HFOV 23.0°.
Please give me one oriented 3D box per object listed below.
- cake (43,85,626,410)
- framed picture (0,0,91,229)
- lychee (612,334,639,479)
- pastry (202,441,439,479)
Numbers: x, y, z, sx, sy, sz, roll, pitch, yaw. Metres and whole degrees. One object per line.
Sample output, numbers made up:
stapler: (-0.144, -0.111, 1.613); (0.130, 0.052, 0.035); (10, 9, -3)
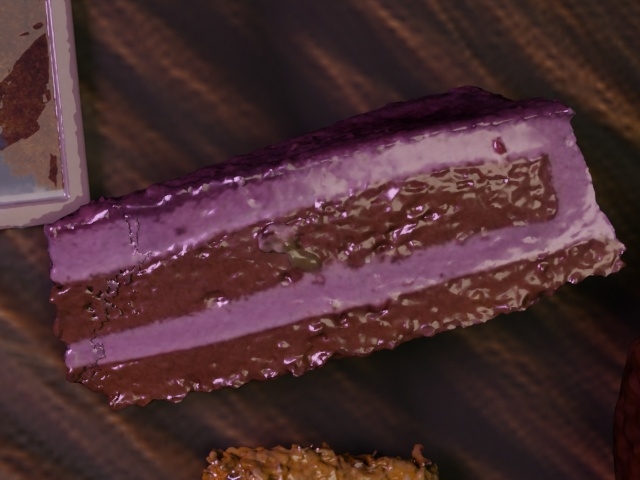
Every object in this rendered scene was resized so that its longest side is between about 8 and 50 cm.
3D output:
cake: (0.000, 0.000, 0.834); (0.295, 0.113, 0.116); (-15, 107, -7)
framed picture: (-0.241, -0.085, 0.765); (0.250, 0.016, 0.184); (-6, 97, -21)
lychee: (0.298, 0.104, 0.861); (0.267, 0.267, 0.267); (-2, 95, -21)
pastry: (0.006, 0.150, 0.860); (0.140, 0.056, 0.080); (2, 83, -19)
